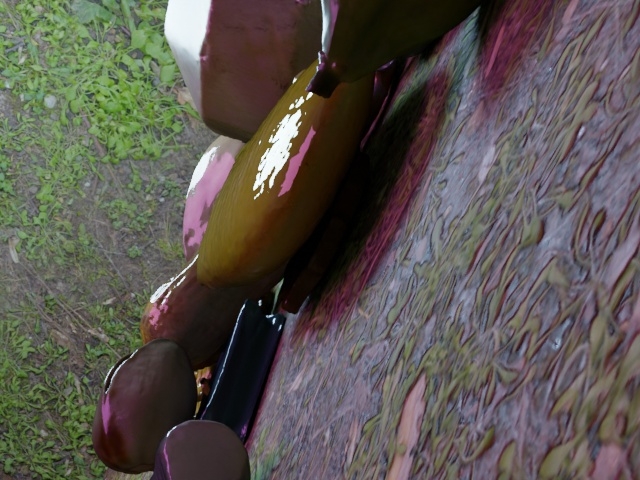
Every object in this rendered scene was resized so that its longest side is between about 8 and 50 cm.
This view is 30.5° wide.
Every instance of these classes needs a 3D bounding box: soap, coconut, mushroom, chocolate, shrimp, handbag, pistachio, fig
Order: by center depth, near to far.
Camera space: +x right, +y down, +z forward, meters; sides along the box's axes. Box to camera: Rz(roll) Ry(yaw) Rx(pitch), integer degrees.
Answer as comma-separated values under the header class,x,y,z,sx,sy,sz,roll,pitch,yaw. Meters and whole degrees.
class,x,y,z,sx,sy,sz,roll,pitch,yaw
fig,0.083,-0.299,1.228,0.233,0.233,0.314,-100,26,-76
mushroom,-0.164,0.315,1.307,0.159,0.122,0.328,-60,3,-36
soap,-0.038,-0.086,1.460,0.306,0.115,0.427,-62,9,-18
pistachio,-0.234,0.222,1.568,0.215,0.144,0.144,-83,19,-53
handbag,-0.126,0.205,1.582,0.179,0.062,0.229,-57,11,47
shrimp,0.067,-0.195,1.627,0.161,0.049,0.166,-133,61,-80
chocolate,-0.143,0.060,1.729,0.309,0.134,0.134,-50,5,-12
coconut,-0.078,-0.313,1.805,0.352,0.352,0.352,-63,9,17
pistachio,-0.136,-0.050,1.962,0.187,0.187,0.299,155,135,-77

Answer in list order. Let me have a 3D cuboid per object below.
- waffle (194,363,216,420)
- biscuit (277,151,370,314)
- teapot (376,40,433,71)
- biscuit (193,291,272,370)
class,x,y,z,sx,sy,sz,roll,pitch,yaw
waffle,-0.190,0.248,1.869,0.280,0.060,0.262,-81,18,-62
biscuit,0.002,0.001,1.458,0.182,0.034,0.215,-47,18,61
teapot,0.102,-0.323,1.447,0.294,0.129,0.193,-57,11,44
biscuit,-0.153,0.129,1.819,0.188,0.027,0.188,-34,22,16
